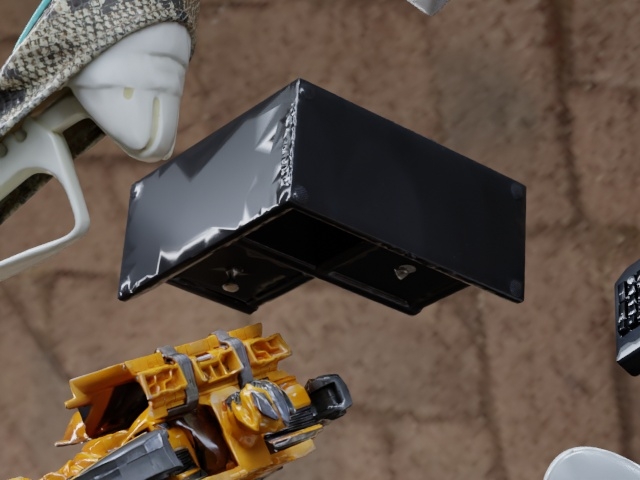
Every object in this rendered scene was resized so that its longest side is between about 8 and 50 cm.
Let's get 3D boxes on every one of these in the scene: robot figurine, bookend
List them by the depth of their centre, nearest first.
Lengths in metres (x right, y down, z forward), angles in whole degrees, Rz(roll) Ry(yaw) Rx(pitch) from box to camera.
[{"bbox_3d":[-0.122,0.129,1.012,0.291,0.211,0.085,-34,78,37],"label":"robot figurine"},{"bbox_3d":[0.000,0.000,1.025,0.156,0.072,0.157,23,147,-32],"label":"bookend"}]

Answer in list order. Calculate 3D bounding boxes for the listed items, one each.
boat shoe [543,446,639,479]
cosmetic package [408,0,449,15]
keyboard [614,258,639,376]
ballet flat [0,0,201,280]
[{"bbox_3d":[0.225,0.218,1.237,0.219,0.070,0.078,45,87,-1],"label":"boat shoe"},{"bbox_3d":[0.104,-0.440,1.685,0.230,0.161,0.453,37,147,12],"label":"cosmetic package"},{"bbox_3d":[0.222,0.005,1.030,0.038,0.100,0.192,26,133,-27],"label":"keyboard"},{"bbox_3d":[-0.239,-0.085,1.663,0.483,0.164,0.182,-41,67,6],"label":"ballet flat"}]
